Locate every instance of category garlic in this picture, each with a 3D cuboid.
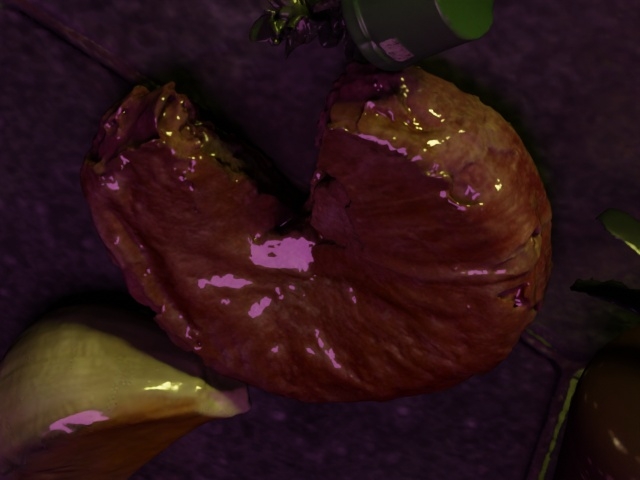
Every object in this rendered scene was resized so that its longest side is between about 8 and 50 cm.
[{"bbox_3d":[-0.128,0.111,0.820,0.128,0.090,0.198,17,134,-18],"label":"garlic"}]

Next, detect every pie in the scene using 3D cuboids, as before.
[{"bbox_3d":[0.000,0.000,0.684,0.219,0.054,0.204,-15,128,30],"label":"pie"}]

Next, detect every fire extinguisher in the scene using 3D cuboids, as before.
[{"bbox_3d":[0.161,0.135,0.732,0.135,0.114,0.337,32,143,24],"label":"fire extinguisher"}]

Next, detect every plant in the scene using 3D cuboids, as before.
[{"bbox_3d":[0.018,-0.090,0.591,0.102,0.051,0.051,-6,134,41],"label":"plant"}]
